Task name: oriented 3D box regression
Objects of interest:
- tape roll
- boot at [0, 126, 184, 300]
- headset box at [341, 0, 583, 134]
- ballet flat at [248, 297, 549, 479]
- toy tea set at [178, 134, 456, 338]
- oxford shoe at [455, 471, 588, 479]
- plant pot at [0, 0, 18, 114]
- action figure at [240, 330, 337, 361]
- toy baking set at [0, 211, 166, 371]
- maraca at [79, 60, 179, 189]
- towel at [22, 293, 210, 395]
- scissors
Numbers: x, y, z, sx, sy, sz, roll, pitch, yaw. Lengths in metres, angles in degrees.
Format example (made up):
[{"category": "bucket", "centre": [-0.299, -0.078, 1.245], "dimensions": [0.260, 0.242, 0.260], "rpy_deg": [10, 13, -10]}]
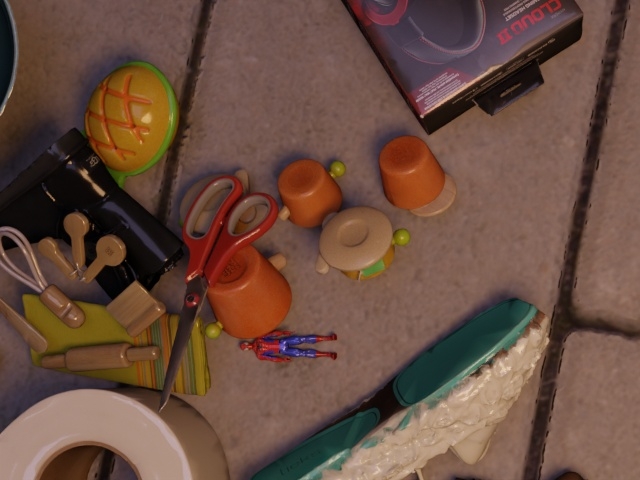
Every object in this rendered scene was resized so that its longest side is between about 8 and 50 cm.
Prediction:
[{"category": "tape roll", "centre": [-0.239, 0.290, 1.436], "dimensions": [0.246, 0.169, 0.246], "rpy_deg": [-1, 84, 10]}, {"category": "boot", "centre": [-0.300, 0.007, 1.507], "dimensions": [0.246, 0.094, 0.207], "rpy_deg": [-35, 99, 32]}, {"category": "headset box", "centre": [0.152, -0.282, 1.457], "dimensions": [0.218, 0.110, 0.293], "rpy_deg": [-32, 80, 5]}, {"category": "ballet flat", "centre": [0.103, 0.222, 1.423], "dimensions": [0.409, 0.147, 0.147], "rpy_deg": [-35, 80, 8]}, {"category": "toy tea set", "centre": [0.000, 0.000, 1.474], "dimensions": [0.336, 0.124, 0.200], "rpy_deg": [-13, 53, 11]}, {"category": "oxford shoe", "centre": [0.191, 0.302, 1.407], "dimensions": [0.227, 0.083, 0.096], "rpy_deg": [-24, 76, 5]}, {"category": "plant pot", "centre": [-0.503, -0.221, 1.501], "dimensions": [0.293, 0.196, 0.293], "rpy_deg": [0, 92, -9]}, {"category": "action figure", "centre": [-0.039, 0.126, 1.492], "dimensions": [0.115, 0.030, 0.038], "rpy_deg": [-2, 89, 12]}, {"category": "toy baking set", "centre": [-0.296, 0.065, 1.461], "dimensions": [0.256, 0.030, 0.197], "rpy_deg": [-12, 105, 26]}, {"category": "maraca", "centre": [-0.240, -0.133, 1.521], "dimensions": [0.186, 0.099, 0.127], "rpy_deg": [-47, 67, 27]}, {"category": "towel", "centre": [-0.243, 0.120, 1.491], "dimensions": [0.237, 0.021, 0.102], "rpy_deg": [7, 115, 19]}, {"category": "scissors", "centre": [-0.144, 0.052, 1.402], "dimensions": [0.109, 0.021, 0.297], "rpy_deg": [16, 64, 26]}]
